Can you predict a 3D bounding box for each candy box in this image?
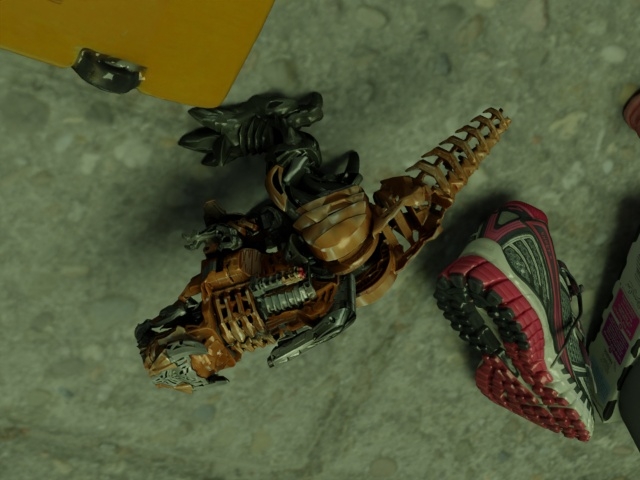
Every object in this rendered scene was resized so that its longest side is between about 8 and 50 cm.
[{"bbox_3d":[0.363,0.072,1.421,0.159,0.071,0.233,-5,135,-18],"label":"candy box"}]

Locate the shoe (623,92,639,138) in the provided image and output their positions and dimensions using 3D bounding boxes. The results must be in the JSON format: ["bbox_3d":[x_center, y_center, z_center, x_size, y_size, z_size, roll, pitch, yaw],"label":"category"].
[{"bbox_3d":[0.364,-0.128,1.305,0.178,0.081,0.063,-24,130,-4],"label":"shoe"}]

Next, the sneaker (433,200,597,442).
[{"bbox_3d":[0.209,0.089,1.371,0.112,0.121,0.299,-54,143,-22],"label":"sneaker"}]

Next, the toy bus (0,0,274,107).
[{"bbox_3d":[-0.193,-0.191,0.970,0.332,0.130,0.108,16,116,-32],"label":"toy bus"}]

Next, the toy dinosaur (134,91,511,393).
[{"bbox_3d":[0.000,0.000,1.137,0.322,0.218,0.164,-15,127,-15],"label":"toy dinosaur"}]

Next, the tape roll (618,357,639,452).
[{"bbox_3d":[0.405,0.152,1.414,0.219,0.072,0.219,-10,136,-10],"label":"tape roll"}]
